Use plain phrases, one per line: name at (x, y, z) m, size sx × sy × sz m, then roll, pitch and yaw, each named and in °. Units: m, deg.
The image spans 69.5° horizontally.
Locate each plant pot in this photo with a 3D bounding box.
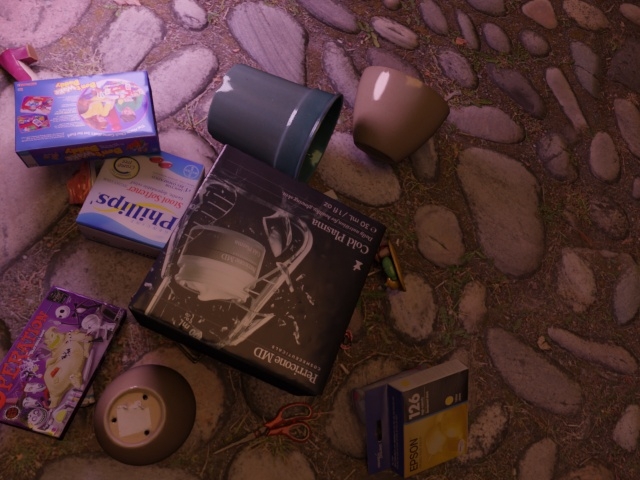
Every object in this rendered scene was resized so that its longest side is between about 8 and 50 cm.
plant pot at (-0.150, -0.370, 1.454) m, size 0.334 × 0.341 × 0.341 m, roll 26°, pitch 66°, yaw 2°
plant pot at (-0.432, 0.423, 1.114) m, size 0.257 × 0.274 × 0.256 m, roll 5°, pitch 71°, yaw -14°

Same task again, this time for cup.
cup at (0.242, -0.405, 1.593) m, size 0.331 × 0.331 × 0.237 m, roll 27°, pitch 91°, yaw -5°

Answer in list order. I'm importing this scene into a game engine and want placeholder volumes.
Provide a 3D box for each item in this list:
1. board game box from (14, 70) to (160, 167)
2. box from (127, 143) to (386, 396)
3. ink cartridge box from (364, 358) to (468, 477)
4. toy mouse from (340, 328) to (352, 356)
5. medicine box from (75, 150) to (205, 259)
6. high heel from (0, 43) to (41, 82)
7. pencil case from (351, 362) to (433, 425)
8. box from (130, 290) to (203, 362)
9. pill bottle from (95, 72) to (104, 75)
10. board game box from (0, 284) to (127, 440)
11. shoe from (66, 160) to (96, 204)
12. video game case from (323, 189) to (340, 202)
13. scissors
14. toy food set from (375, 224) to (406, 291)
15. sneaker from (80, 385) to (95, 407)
board game box at (-0.641, -0.341, 1.278) m, size 0.347 × 0.078 × 0.233 m, roll -10°, pitch 68°, yaw -13°
box at (-0.154, 0.093, 1.219) m, size 0.480 × 0.297 × 0.471 m, roll 26°, pitch 68°, yaw -6°
ink cartridge box at (0.280, 0.519, 1.311) m, size 0.307 × 0.072 × 0.303 m, roll -13°, pitch 111°, yaw -22°
toy mouse at (0.050, 0.286, 1.427) m, size 0.161 × 0.031 × 0.143 m, roll 38°, pitch 66°, yaw -1°
medicine box at (-0.509, -0.111, 1.345) m, size 0.264 × 0.149 × 0.289 m, roll 18°, pitch 67°, yaw -9°
high heel at (-0.913, -0.475, 1.412) m, size 0.117 × 0.082 × 0.244 m, roll -18°, pitch 89°, yaw 8°
pencil case at (0.229, 0.455, 1.369) m, size 0.273 × 0.124 × 0.113 m, roll -13°, pitch 80°, yaw -18°
box at (-0.334, 0.153, 1.343) m, size 0.257 × 0.079 × 0.322 m, roll 46°, pitch 66°, yaw 1°
pill bottle at (-0.724, -0.413, 1.407) m, size 0.117 × 0.117 × 0.215 m, roll 38°, pitch 67°, yaw -1°
board game box at (-0.669, 0.299, 1.171) m, size 0.208 × 0.056 × 0.346 m, roll 18°, pitch 53°, yaw -5°
shoe at (-0.707, -0.190, 1.363) m, size 0.081 × 0.063 × 0.178 m, roll -7°, pitch 78°, yaw -23°
video game case at (0.000, 0.000, 1.497) m, size 0.244 × 0.061 × 0.269 m, roll -28°, pitch 81°, yaw -21°
scissors at (-0.162, 0.525, 1.295) m, size 0.297 × 0.021 × 0.109 m, roll -2°, pitch 75°, yaw -15°
toy food set at (0.219, 0.072, 1.517) m, size 0.071 × 0.128 × 0.217 m, roll -18°, pitch 77°, yaw 10°
sneaker at (-0.678, 0.390, 1.176) m, size 0.191 × 0.071 × 0.083 m, roll 0°, pitch 63°, yaw -22°
